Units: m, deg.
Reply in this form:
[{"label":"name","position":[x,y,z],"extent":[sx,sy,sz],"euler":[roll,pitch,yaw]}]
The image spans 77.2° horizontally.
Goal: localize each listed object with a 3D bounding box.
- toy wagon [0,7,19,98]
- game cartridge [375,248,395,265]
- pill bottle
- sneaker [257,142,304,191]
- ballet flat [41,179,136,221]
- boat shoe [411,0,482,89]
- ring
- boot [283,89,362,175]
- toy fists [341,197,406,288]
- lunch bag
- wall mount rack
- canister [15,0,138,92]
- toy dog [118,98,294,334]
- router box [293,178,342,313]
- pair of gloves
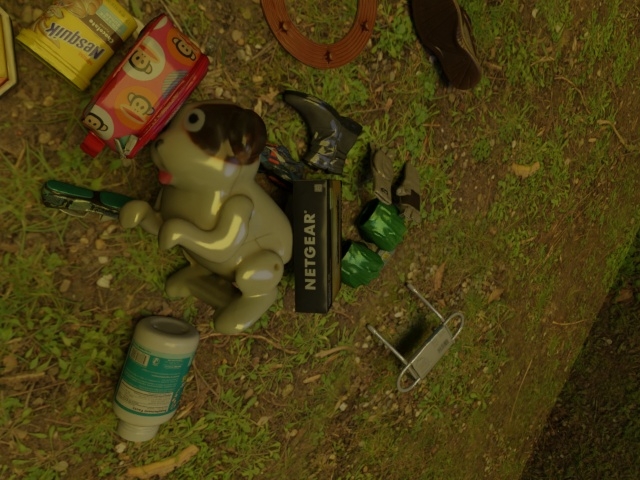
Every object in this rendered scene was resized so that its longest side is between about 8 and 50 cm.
[{"label":"toy wagon","position":[-0.685,-0.316,0.617],"extent":[0.345,0.068,0.267],"euler":[-5,106,-30]},{"label":"game cartridge","position":[0.202,0.046,1.292],"extent":[0.056,0.017,0.083],"euler":[40,81,-29]},{"label":"pill bottle","position":[-0.388,0.321,0.932],"extent":[0.146,0.146,0.263],"euler":[17,95,-34]},{"label":"sneaker","position":[-0.129,-0.207,0.991],"extent":[0.221,0.083,0.087],"euler":[34,66,-34]},{"label":"ballet flat","position":[-0.468,-0.073,0.831],"extent":[0.189,0.070,0.070],"euler":[16,95,-32]},{"label":"boat shoe","position":[0.378,-0.613,1.168],"extent":[0.342,0.123,0.123],"euler":[47,48,-27]},{"label":"ring","position":[0.010,-0.602,0.982],"extent":[0.337,0.032,0.336],"euler":[-9,108,-30]},{"label":"boot","position":[-0.009,-0.269,1.039],"extent":[0.247,0.083,0.161],"euler":[21,98,-32]},{"label":"toy fists","position":[0.148,0.014,1.204],"extent":[0.142,0.096,0.279],"euler":[36,85,-21]},{"label":"lunch bag","position":[-0.332,-0.252,0.716],"extent":[0.120,0.293,0.258],"euler":[40,86,-31]},{"label":"wall mount rack","position":[0.330,0.333,1.391],"extent":[0.350,0.130,0.304],"euler":[-44,125,-14]},{"label":"canister","position":[-0.444,-0.384,0.743],"extent":[0.126,0.073,0.169],"euler":[41,80,-33]},{"label":"toy dog","position":[-0.189,-0.077,0.823],"extent":[0.396,0.285,0.407],"euler":[-30,130,-28]},{"label":"router box","position":[0.000,0.000,1.008],"extent":[0.081,0.243,0.308],"euler":[1,99,11]},{"label":"pair of gloves","position":[0.223,-0.166,1.182],"extent":[0.240,0.042,0.204],"euler":[26,56,-38]}]
